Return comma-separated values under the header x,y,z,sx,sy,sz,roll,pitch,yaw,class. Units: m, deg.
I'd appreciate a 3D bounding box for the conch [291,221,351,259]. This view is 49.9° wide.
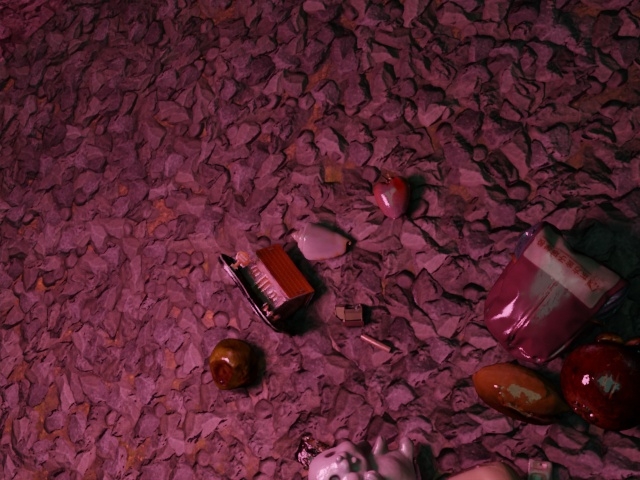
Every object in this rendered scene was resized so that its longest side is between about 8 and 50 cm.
x,y,z,sx,sy,sz,roll,pitch,yaw,class
-0.001,0.005,2.030,0.176,0.094,0.105,14,67,-2,conch

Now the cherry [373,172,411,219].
x,y,z,sx,sy,sz,roll,pitch,yaw,class
0.204,-0.127,1.965,0.106,0.087,0.127,8,98,16,cherry

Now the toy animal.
x,y,z,sx,sy,sz,roll,pitch,yaw,class
0.117,0.597,1.730,0.289,0.249,0.174,25,121,4,toy animal

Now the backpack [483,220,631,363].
x,y,z,sx,sy,sz,roll,pitch,yaw,class
0.559,0.149,1.695,0.283,0.197,0.317,40,99,24,backpack

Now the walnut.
x,y,z,sx,sy,sz,roll,pitch,yaw,class
0.492,0.377,1.696,0.245,0.137,0.137,18,84,33,walnut

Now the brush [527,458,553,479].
x,y,z,sx,sy,sz,roll,pitch,yaw,class
0.520,0.696,1.653,0.060,0.050,0.321,2,70,25,brush

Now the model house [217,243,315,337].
x,y,z,sx,sy,sz,roll,pitch,yaw,class
-0.137,0.116,1.974,0.154,0.207,0.294,-41,66,4,model house

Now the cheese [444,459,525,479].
x,y,z,sx,sy,sz,roll,pitch,yaw,class
0.385,0.649,1.615,0.266,0.127,0.233,-45,34,41,cheese

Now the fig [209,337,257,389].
x,y,z,sx,sy,sz,roll,pitch,yaw,class
-0.256,0.357,2.008,0.144,0.154,0.166,-49,33,20,fig

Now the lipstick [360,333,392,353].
x,y,z,sx,sy,sz,roll,pitch,yaw,class
0.155,0.286,1.914,0.094,0.019,0.019,25,87,25,lipstick

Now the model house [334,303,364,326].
x,y,z,sx,sy,sz,roll,pitch,yaw,class
0.080,0.213,1.949,0.083,0.057,0.058,-5,101,1,model house

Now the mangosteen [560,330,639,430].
x,y,z,sx,sy,sz,roll,pitch,yaw,class
0.689,0.313,1.604,0.215,0.215,0.257,38,73,25,mangosteen

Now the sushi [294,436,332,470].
x,y,z,sx,sy,sz,roll,pitch,yaw,class
0.005,0.591,1.857,0.150,0.090,0.078,26,90,23,sushi
